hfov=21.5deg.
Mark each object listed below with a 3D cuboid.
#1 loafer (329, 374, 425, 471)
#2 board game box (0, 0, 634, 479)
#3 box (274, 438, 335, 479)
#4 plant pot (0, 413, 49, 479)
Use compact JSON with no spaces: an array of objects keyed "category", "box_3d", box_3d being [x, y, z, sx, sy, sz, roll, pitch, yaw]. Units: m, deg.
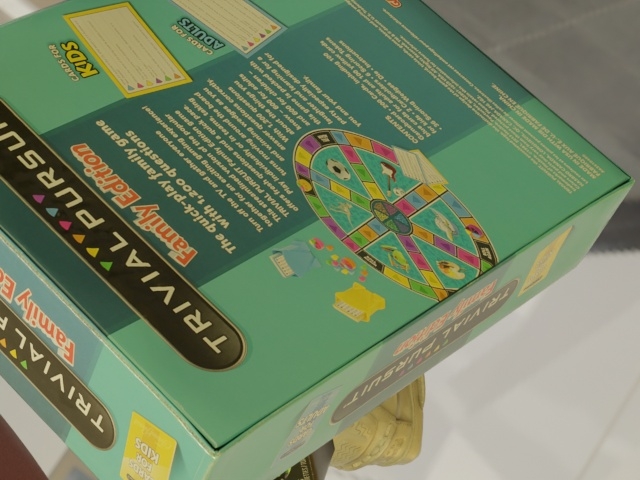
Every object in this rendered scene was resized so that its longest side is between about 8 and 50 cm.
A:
[{"category":"loafer","box_3d":[0.000,0.000,1.082,0.111,0.319,0.112,21,140,-40]},{"category":"board game box","box_3d":[-0.036,-0.029,0.861,0.254,0.336,0.079,43,135,18]},{"category":"box","box_3d":[-0.033,0.091,0.895,0.062,0.052,0.083,-6,114,15]},{"category":"plant pot","box_3d":[-0.364,0.213,1.318,0.267,0.267,0.236,47,-167,-51]}]
